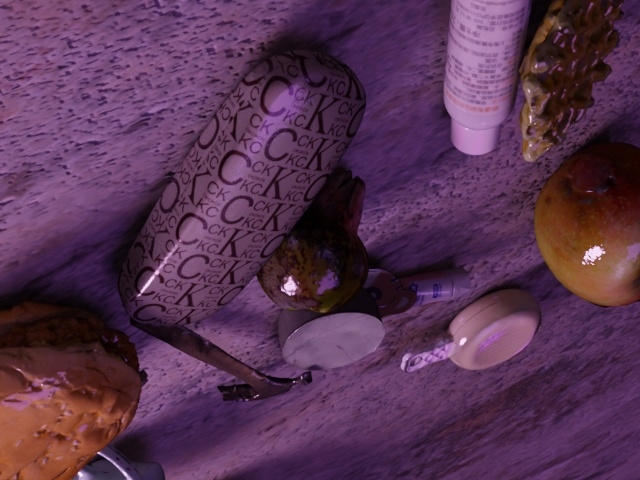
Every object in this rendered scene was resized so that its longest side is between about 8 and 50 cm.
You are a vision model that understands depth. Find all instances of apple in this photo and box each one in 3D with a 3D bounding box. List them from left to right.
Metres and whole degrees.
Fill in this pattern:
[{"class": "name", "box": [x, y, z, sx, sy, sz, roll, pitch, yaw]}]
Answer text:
[{"class": "apple", "box": [0.365, -0.023, 1.458, 0.173, 0.188, 0.207, -12, 135, -36]}]

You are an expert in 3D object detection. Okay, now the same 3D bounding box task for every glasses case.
[{"class": "glasses case", "box": [-0.084, -0.043, 1.147, 0.137, 0.085, 0.355, 7, 131, -43]}]

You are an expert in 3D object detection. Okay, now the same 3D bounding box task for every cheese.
[{"class": "cheese", "box": [0.218, 0.144, 1.662, 0.227, 0.064, 0.137, -19, 141, -22]}]

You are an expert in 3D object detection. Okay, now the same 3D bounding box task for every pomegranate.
[{"class": "pomegranate", "box": [0.006, 0.010, 1.252, 0.163, 0.125, 0.138, -43, 156, 12]}]

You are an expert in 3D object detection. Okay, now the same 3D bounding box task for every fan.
[{"class": "fan", "box": [0.022, 0.062, 1.419, 0.152, 0.008, 0.227, -26, 143, 14]}]

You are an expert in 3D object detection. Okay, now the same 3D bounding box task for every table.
[{"class": "table", "box": [0.012, 0.112, 1.436, 0.133, 0.043, 0.133, -10, 144, -7]}]

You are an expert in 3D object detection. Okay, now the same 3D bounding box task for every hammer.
[{"class": "hammer", "box": [-0.129, 0.138, 1.375, 0.125, 0.027, 0.297, -20, 148, 22]}]

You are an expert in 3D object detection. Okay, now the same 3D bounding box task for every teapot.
[{"class": "teapot", "box": [-0.281, 0.345, 1.455, 0.158, 0.159, 0.232, -13, 130, -27]}]

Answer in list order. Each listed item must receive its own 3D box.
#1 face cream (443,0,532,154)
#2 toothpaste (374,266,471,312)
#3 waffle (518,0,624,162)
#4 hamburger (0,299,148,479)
[{"class": "face cream", "box": [0.169, -0.193, 1.169, 0.082, 0.082, 0.269, -23, 147, -15]}, {"class": "toothpaste", "box": [0.105, 0.070, 1.496, 0.194, 0.043, 0.067, -10, 143, -21]}, {"class": "waffle", "box": [0.266, -0.203, 1.202, 0.223, 0.054, 0.204, -57, 154, -18]}, {"class": "hamburger", "box": [-0.325, 0.187, 1.198, 0.283, 0.145, 0.259, -43, 143, 6]}]
